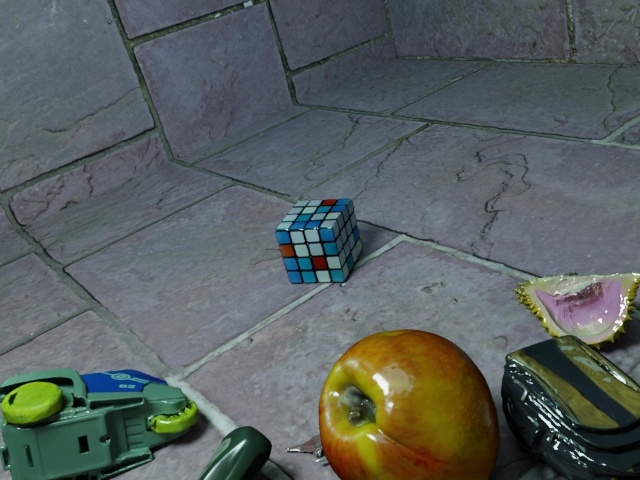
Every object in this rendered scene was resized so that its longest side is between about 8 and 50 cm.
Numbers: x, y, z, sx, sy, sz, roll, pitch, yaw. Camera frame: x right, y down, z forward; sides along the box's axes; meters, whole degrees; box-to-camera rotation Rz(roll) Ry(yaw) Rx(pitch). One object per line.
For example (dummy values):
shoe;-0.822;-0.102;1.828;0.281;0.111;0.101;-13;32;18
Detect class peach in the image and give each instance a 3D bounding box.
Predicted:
peach;0.134;0.253;0.927;0.238;0.281;0.281;-59;26;11

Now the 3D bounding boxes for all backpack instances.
backpack;0.381;0.259;0.916;0.206;0.133;0.258;-16;31;-21

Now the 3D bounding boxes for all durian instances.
durian;0.456;0.109;1.151;0.182;0.132;0.165;-21;19;-3

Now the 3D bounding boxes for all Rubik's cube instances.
Rubik's cube;0.000;0.000;1.583;0.151;0.154;0.155;-2;30;25

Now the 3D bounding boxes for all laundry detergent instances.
laundry detergent;-0.162;0.384;0.968;0.144;0.078;0.221;-49;1;44

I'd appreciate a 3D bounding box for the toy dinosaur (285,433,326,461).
toy dinosaur;0.045;0.317;1.080;0.220;0.032;0.108;-19;28;14

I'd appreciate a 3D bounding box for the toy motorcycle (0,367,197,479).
toy motorcycle;-0.397;0.316;1.186;0.326;0.191;0.200;-9;19;-21
